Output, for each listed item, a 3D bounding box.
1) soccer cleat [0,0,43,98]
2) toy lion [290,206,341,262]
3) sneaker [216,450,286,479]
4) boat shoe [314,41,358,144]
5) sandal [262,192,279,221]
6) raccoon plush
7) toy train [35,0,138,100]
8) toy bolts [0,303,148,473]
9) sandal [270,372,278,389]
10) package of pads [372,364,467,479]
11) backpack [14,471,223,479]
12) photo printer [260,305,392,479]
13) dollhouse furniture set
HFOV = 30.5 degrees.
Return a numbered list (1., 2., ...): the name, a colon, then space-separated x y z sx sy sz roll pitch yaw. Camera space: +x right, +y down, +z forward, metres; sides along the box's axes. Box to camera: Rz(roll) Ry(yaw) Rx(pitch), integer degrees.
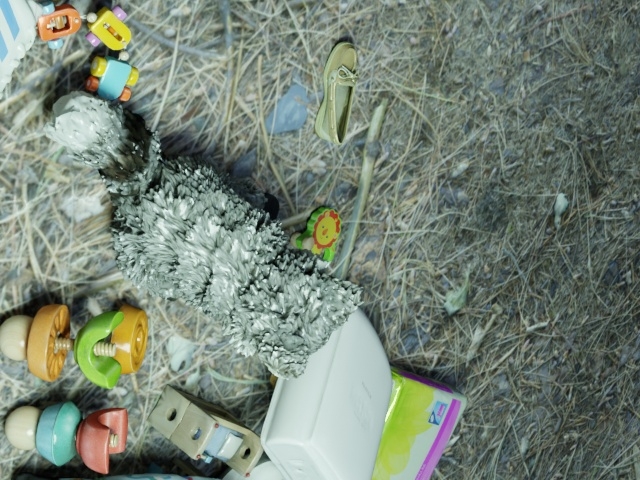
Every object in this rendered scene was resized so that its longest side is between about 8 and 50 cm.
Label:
1. soccer cleat: -0.383 -0.211 1.335 0.143 0.116 0.331 -6 113 -41
2. toy lion: 0.000 0.000 1.868 0.096 0.034 0.100 -41 134 -31
3. sneaker: -0.086 0.583 1.906 0.169 0.257 0.447 1 109 -44
4. boat shoe: 0.032 -0.222 1.772 0.056 0.048 0.153 3 108 -44
5. sandal: -0.113 0.012 1.765 0.067 0.040 0.179 39 67 -52
6. raccoon plush: -0.153 0.018 1.511 0.446 0.299 0.216 28 96 -52
7. toy train: -0.296 -0.237 1.462 0.125 0.046 0.166 -24 131 -15
8. toy bolts: -0.342 0.188 1.597 0.218 0.159 0.228 -49 145 -79
9. sandal: -0.060 0.215 1.901 0.072 0.049 0.180 -53 127 -50
10. package of pads: 0.115 0.376 2.108 0.229 0.101 0.296 24 93 -47
11. backpack: -0.240 0.466 1.659 0.356 0.273 0.290 -2 111 -32
12. photo printer: 0.023 0.253 1.880 0.256 0.107 0.307 62 35 -43
13. dollhouse furniture set: -0.199 0.342 1.773 0.129 0.129 0.183 32 87 -47
